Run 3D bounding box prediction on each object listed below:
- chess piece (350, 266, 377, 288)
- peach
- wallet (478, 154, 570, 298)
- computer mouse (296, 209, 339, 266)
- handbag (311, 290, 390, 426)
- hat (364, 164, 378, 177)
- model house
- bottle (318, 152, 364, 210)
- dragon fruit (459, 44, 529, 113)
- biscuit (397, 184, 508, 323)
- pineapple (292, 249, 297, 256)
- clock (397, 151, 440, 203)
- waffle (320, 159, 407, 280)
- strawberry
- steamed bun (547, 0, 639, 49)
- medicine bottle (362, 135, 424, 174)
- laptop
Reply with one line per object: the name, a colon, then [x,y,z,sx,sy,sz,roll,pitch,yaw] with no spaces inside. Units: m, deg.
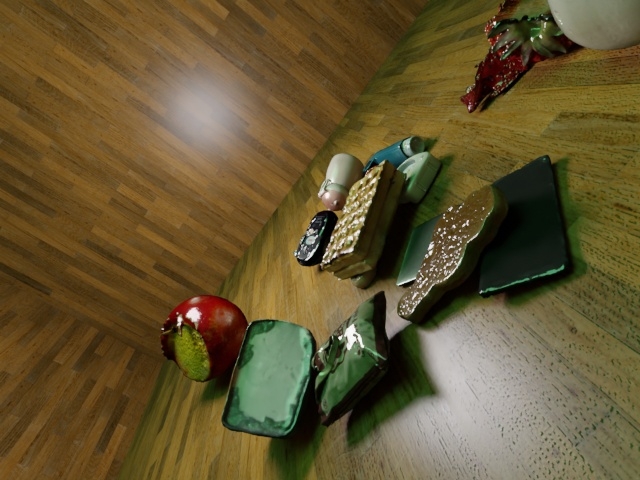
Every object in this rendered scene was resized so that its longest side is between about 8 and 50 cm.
chess piece: [0.120,0.092,1.163,0.084,0.038,0.084,-51,16,21]
peach: [-0.467,0.387,1.743,0.310,0.335,0.406,-42,-1,-43]
wallet: [0.350,-0.030,0.743,0.146,0.030,0.286,-33,27,43]
computer mouse: [0.000,0.000,1.561,0.137,0.096,0.234,10,69,51]
handbag: [0.064,0.240,0.876,0.235,0.127,0.213,-50,19,24]
hat: [0.185,-0.183,1.380,0.112,0.093,0.162,-44,12,30]
model house: [-0.111,0.384,1.104,0.301,0.190,0.272,88,-168,-58]
bottle: [0.080,-0.223,1.713,0.147,0.147,0.237,-28,37,58]
dragon fruit: [0.478,-0.431,1.158,0.192,0.122,0.092,-54,-23,18]
biscuit: [0.247,0.033,0.821,0.320,0.047,0.183,-62,8,15]
pineapple: [-0.023,-0.004,1.679,0.221,0.083,0.103,-55,19,4]
clock: [0.260,-0.177,1.245,0.152,0.062,0.191,-60,16,-10]
waffle: [0.119,-0.050,1.176,0.213,0.091,0.308,-33,31,60]
strawberry: [0.542,-0.526,1.027,0.233,0.138,0.306,3,39,34]
steamed bun: [0.564,-0.478,0.708,0.324,0.206,0.324,-49,20,25]
medicine bottle: [0.251,-0.282,1.445,0.124,0.079,0.258,-55,16,-18]
laptop: [0.280,-0.005,0.936,0.269,0.015,0.188,-34,27,52]
